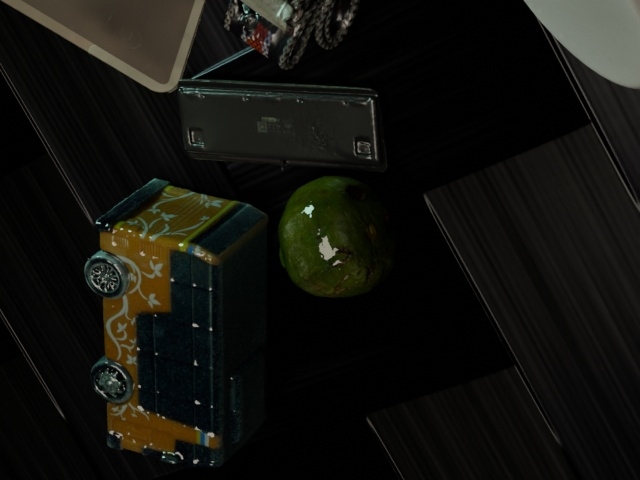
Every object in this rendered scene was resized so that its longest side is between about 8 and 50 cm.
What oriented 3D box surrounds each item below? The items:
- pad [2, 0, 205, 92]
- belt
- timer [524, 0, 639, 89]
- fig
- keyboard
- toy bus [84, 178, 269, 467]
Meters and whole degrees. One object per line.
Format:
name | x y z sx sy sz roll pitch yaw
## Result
pad | -0.236 -0.274 1.753 0.266 0.002 0.176 31 126 13
belt | 0.017 -0.322 1.519 0.094 0.126 0.359 37 122 20
timer | 0.288 -0.277 1.331 0.285 0.285 0.285 13 121 24
fig | 0.000 0.000 1.695 0.156 0.123 0.123 -12 109 46
keyboard | -0.040 -0.114 1.711 0.230 0.025 0.094 6 116 27
toy bus | -0.143 0.094 1.812 0.167 0.138 0.275 13 118 21
